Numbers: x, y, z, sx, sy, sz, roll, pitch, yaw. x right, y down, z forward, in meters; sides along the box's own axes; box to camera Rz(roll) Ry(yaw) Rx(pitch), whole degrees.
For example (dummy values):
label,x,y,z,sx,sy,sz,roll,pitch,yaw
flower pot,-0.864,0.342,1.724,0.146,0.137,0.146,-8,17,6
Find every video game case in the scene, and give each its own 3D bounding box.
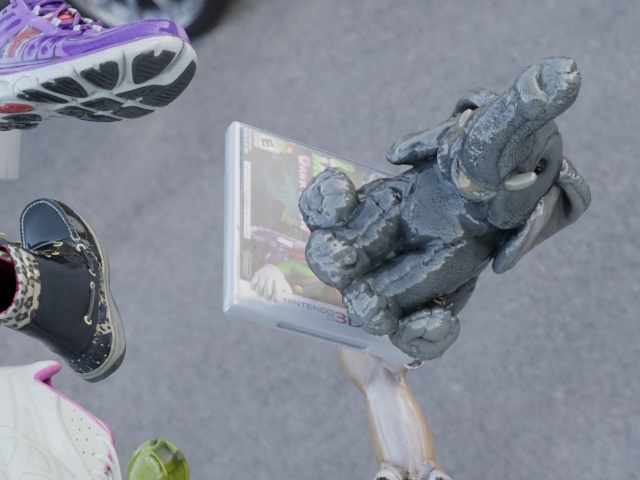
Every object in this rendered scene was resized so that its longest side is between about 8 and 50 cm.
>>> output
label,x,y,z,sx,sy,sz,roll,pitch,yaw
video game case,0.000,0.000,1.090,0.022,0.173,0.190,-47,35,44

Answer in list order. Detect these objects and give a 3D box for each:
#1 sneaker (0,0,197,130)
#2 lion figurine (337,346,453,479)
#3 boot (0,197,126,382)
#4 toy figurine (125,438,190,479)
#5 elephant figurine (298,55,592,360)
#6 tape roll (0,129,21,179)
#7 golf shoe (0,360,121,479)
label,x,y,z,sx,sy,sz,roll,pitch,yaw
sneaker,-0.137,-0.099,0.665,0.170,0.068,0.071,-1,81,34
lion figurine,0.094,0.239,1.701,0.142,0.240,0.392,-6,79,1
boot,-0.295,0.021,1.340,0.085,0.178,0.236,-33,56,11
toy figurine,-0.317,0.466,1.851,0.217,0.191,0.362,-22,-24,-50
elephant figurine,0.116,-0.037,0.940,0.239,0.169,0.186,-43,28,19
tape roll,-0.494,-0.164,1.617,0.246,0.246,0.169,7,93,50
golf shoe,-0.181,0.172,0.878,0.140,0.115,0.306,-14,39,-32
